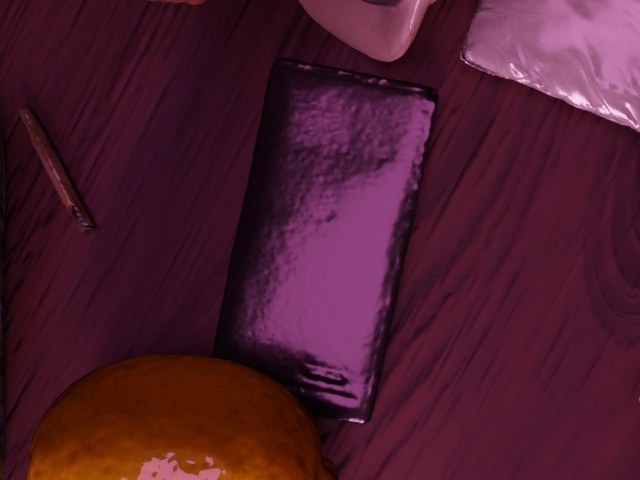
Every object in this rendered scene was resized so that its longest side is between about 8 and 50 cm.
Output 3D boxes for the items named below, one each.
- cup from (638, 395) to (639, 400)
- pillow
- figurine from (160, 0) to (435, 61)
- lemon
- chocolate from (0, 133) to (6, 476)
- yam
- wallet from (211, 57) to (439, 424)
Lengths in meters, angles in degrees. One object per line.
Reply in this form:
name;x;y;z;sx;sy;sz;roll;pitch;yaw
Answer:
cup;0.267;0.200;0.779;0.221;0.202;0.167;27;90;8
pillow;0.215;-0.141;0.876;0.229;0.051;0.128;23;89;11
figurine;-0.012;-0.230;0.783;0.204;0.332;0.185;-39;67;26
lemon;-0.088;0.157;0.859;0.207;0.170;0.170;-1;88;8
chocolate;-0.363;0.047;0.922;0.288;0.137;0.301;0;89;10
yam;-0.195;-0.052;0.957;0.014;0.014;0.107;-30;83;7
wallet;0.000;0.000;0.918;0.124;0.025;0.244;12;90;10
